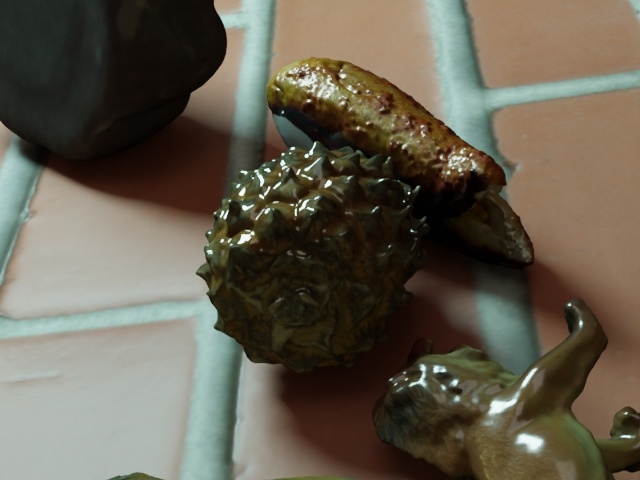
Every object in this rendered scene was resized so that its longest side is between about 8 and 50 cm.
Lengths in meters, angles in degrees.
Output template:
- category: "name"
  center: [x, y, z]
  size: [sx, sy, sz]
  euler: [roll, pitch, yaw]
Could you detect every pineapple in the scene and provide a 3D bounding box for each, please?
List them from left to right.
- category: "pineapple"
  center: [0.000, 0.000, 0.997]
  size: [0.166, 0.166, 0.193]
  euler: [-3, 28, 11]

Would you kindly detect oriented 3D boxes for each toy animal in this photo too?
- category: "toy animal"
  center: [0.134, 0.142, 0.811]
  size: [0.158, 0.097, 0.312]
  euler: [-24, 35, -3]

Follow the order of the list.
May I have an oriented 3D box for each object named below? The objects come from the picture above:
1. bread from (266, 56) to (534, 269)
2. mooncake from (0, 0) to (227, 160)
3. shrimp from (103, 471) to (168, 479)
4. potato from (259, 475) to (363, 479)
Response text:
- category: "bread"
  center: [0.064, -0.068, 1.097]
  size: [0.269, 0.139, 0.095]
  euler: [25, 70, 36]
- category: "mooncake"
  center: [-0.223, -0.232, 1.306]
  size: [0.306, 0.306, 0.154]
  euler: [21, 31, 39]
- category: "shrimp"
  center: [-0.211, 0.181, 0.823]
  size: [0.296, 0.058, 0.169]
  euler: [-15, -1, 31]
- category: "potato"
  center: [-0.017, 0.214, 0.711]
  size: [0.239, 0.116, 0.299]
  euler: [13, 40, 24]
